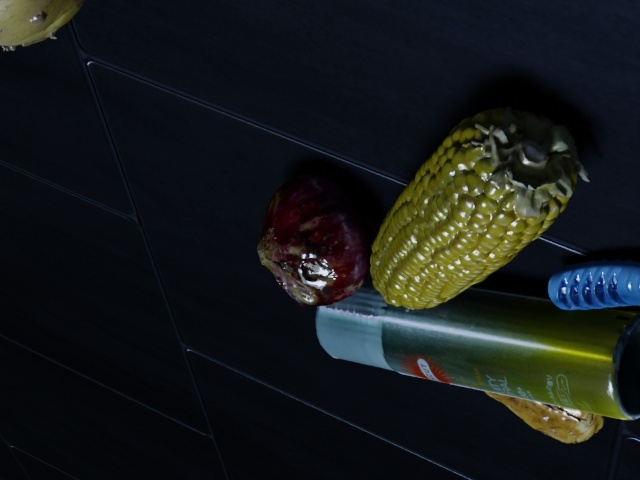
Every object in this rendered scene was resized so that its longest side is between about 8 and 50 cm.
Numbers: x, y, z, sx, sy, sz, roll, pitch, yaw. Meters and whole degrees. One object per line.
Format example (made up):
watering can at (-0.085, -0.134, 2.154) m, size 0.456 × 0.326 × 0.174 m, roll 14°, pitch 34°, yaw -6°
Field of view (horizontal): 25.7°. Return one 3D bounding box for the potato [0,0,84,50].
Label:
potato at (-0.222, -0.206, 0.960) m, size 0.137 × 0.137 × 0.176 m, roll 26°, pitch 151°, yaw 14°

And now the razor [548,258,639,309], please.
razor at (0.250, 0.026, 0.936) m, size 0.082 × 0.042 × 0.253 m, roll 45°, pitch 152°, yaw -26°

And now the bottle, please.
bottle at (0.126, 0.077, 1.112) m, size 0.286 × 0.082 × 0.082 m, roll 8°, pitch 145°, yaw 41°

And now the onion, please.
onion at (0.000, 0.000, 1.114) m, size 0.107 × 0.097 × 0.107 m, roll 43°, pitch 140°, yaw 51°

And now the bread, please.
bread at (0.187, 0.129, 1.179) m, size 0.111 × 0.044 × 0.083 m, roll 26°, pitch 157°, yaw 16°

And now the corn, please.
corn at (0.097, -0.013, 0.982) m, size 0.091 × 0.091 × 0.260 m, roll 41°, pitch 155°, yaw 3°
